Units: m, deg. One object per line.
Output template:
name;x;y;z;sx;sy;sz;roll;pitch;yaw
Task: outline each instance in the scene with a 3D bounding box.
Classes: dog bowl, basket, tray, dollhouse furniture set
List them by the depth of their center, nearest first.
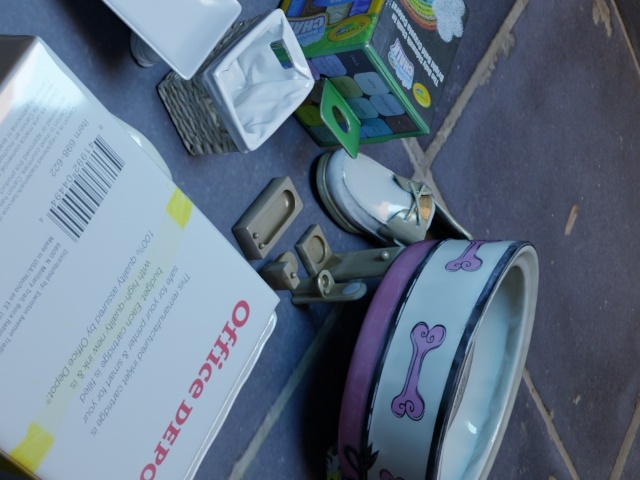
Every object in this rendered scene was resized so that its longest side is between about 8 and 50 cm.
tray;-0.215;-0.305;1.525;0.270;0.030;0.145;44;50;-16
basket;-0.102;-0.186;1.666;0.167;0.103;0.113;-52;126;-44
dollhouse furniture set;0.000;0.000;1.765;0.144;0.123;0.151;-54;127;-43
dog bowl;0.154;0.179;1.834;0.408;0.150;0.408;16;90;-71

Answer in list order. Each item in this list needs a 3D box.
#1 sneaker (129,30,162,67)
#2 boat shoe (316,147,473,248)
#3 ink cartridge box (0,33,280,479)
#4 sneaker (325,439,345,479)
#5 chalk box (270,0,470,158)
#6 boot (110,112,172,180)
sneaker;-0.186;-0.278;1.599;0.053;0.061;0.152;-8;91;-52
boat shoe;0.111;-0.044;1.940;0.302;0.103;0.113;35;59;-47
ink cartridge box;-0.243;0.052;1.200;0.385;0.160;0.279;50;59;-40
sneaker;0.024;0.305;1.846;0.035;0.031;0.083;42;57;-60
chalk box;0.049;-0.240;1.820;0.180;0.179;0.289;50;49;-39
boot;-0.266;-0.058;1.450;0.244;0.088;0.176;41;60;-42
